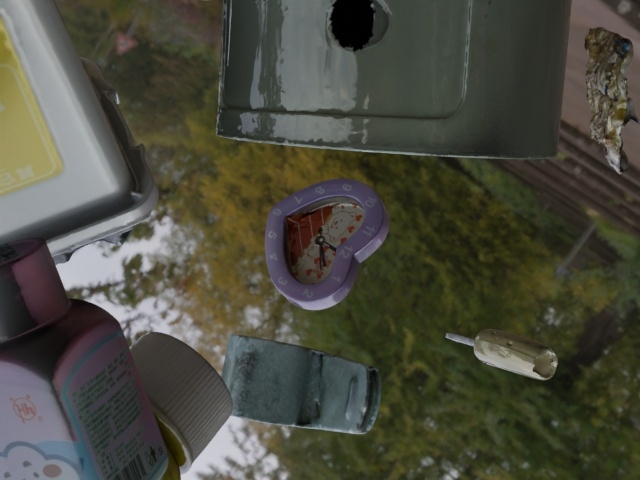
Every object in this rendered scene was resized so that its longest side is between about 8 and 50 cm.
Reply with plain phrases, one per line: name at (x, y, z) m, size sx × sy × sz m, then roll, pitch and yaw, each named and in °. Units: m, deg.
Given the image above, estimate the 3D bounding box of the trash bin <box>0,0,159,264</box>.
trash bin at (-0.322, -0.166, 0.803) m, size 0.368 × 0.255 × 0.296 m, roll 82°, pitch 162°, yaw -51°

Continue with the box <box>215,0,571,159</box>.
box at (0.046, -0.136, 0.594) m, size 0.226 × 0.149 × 0.226 m, roll 3°, pitch -172°, yaw 0°

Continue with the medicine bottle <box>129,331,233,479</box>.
medicine bottle at (-0.311, 0.320, 1.277) m, size 0.224 × 0.224 × 0.384 m, roll 35°, pitch -127°, yaw 10°

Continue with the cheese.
cheese at (0.321, 0.198, 1.652) m, size 0.137 × 0.064 × 0.227 m, roll 27°, pitch 171°, yaw -39°

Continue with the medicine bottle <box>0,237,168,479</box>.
medicine bottle at (-0.193, 0.099, 0.613) m, size 0.094 × 0.119 × 0.188 m, roll -45°, pitch -58°, yaw -61°

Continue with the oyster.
oyster at (0.489, -0.232, 1.524) m, size 0.083 × 0.214 × 0.223 m, roll -4°, pitch -150°, yaw 21°

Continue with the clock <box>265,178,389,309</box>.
clock at (0.000, 0.000, 1.310) m, size 0.172 × 0.198 × 0.064 m, roll 28°, pitch 169°, yaw 31°

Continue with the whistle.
whistle at (-0.048, 0.301, 1.858) m, size 0.404 × 0.168 × 0.188 m, roll 7°, pitch 171°, yaw 24°
